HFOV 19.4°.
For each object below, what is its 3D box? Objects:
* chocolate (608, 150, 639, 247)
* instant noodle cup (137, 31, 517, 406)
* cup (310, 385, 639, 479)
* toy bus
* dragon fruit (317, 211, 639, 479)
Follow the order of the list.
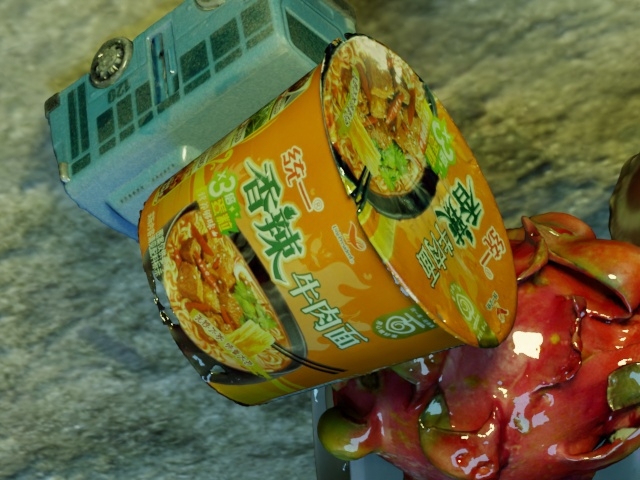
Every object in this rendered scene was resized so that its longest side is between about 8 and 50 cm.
[{"bbox_3d":[0.386,-0.010,1.522,0.340,0.225,0.210,13,149,-22],"label":"chocolate"},{"bbox_3d":[0.000,0.000,1.271,0.182,0.230,0.230,-27,137,26],"label":"instant noodle cup"},{"bbox_3d":[0.136,0.175,1.701,0.274,0.259,0.356,-3,171,-6],"label":"cup"},{"bbox_3d":[-0.088,-0.100,1.385,0.234,0.133,0.116,-33,137,25],"label":"toy bus"},{"bbox_3d":[0.152,0.081,1.412,0.243,0.227,0.307,42,112,-5],"label":"dragon fruit"}]
